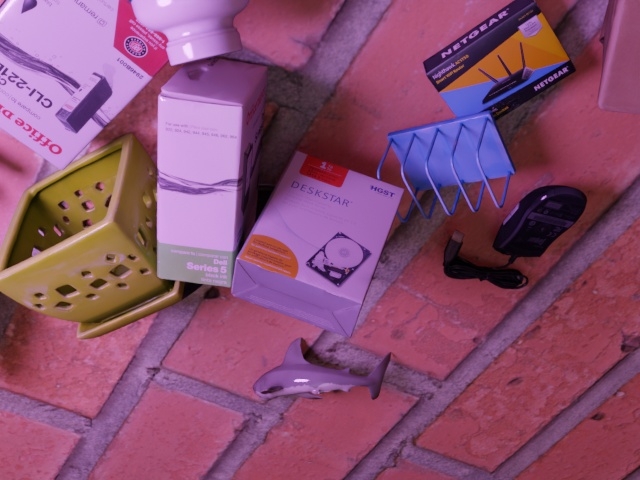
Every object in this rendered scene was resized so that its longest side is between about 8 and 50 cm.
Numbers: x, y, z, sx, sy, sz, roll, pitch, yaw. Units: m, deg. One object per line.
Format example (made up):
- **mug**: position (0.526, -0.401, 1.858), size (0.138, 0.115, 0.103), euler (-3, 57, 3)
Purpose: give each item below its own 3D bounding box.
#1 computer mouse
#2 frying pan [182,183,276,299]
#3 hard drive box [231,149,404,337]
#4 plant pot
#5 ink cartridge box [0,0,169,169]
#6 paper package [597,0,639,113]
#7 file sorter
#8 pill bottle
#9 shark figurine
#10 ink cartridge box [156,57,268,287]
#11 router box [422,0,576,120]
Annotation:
- **computer mouse**: position (0.313, -0.020, 1.296), size (0.184, 0.060, 0.262), euler (8, 138, -14)
- **frying pan**: position (-0.125, 0.029, 1.310), size (0.197, 0.053, 0.326), euler (25, 122, -18)
- **hard drive box**: position (0.000, 0.000, 1.103), size (0.181, 0.232, 0.089), euler (19, 139, 4)
- **plant pot**: position (-0.331, 0.010, 1.185), size (0.228, 0.227, 0.207), euler (-24, 129, 16)
- **ink cartridge box**: position (-0.345, -0.258, 1.044), size (0.273, 0.114, 0.197), euler (-38, 121, 24)
- **paper package**: position (0.534, -0.307, 0.944), size (0.325, 0.168, 0.309), euler (9, 137, 14)
- **file sorter**: position (0.189, -0.103, 1.161), size (0.170, 0.104, 0.118), euler (-9, 131, 32)
- **pill bottle**: position (-0.169, -0.350, 0.916), size (0.146, 0.146, 0.263), euler (-11, 105, 5)
- **shark figurine**: position (-0.011, 0.242, 1.454), size (0.279, 0.116, 0.166), euler (-6, 161, 11)
- **ink cartridge box**: position (-0.153, -0.102, 1.091), size (0.115, 0.198, 0.272), euler (8, 118, 1)
- **router box**: position (0.260, -0.254, 1.121), size (0.179, 0.046, 0.133), euler (-32, 122, 20)
